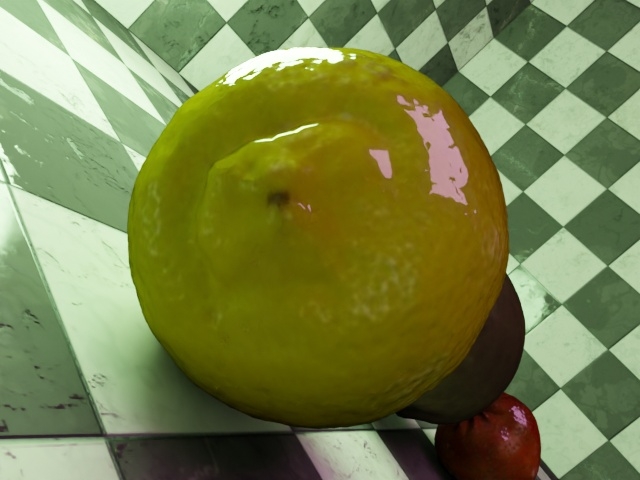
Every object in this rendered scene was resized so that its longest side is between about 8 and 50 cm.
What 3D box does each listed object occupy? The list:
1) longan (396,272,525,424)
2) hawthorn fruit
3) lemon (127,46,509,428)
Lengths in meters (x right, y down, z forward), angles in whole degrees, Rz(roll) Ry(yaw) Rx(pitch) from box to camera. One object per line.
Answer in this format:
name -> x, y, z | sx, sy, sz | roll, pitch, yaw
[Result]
longan -> 0.165, 0.135, 0.844 | 0.319, 0.319, 0.319 | 46, 8, -8
hawthorn fruit -> 0.290, 0.357, 0.914 | 0.179, 0.179, 0.201 | -113, 180, -69
lemon -> 0.000, 0.000, 0.489 | 0.348, 0.348, 0.348 | 46, 8, -8
